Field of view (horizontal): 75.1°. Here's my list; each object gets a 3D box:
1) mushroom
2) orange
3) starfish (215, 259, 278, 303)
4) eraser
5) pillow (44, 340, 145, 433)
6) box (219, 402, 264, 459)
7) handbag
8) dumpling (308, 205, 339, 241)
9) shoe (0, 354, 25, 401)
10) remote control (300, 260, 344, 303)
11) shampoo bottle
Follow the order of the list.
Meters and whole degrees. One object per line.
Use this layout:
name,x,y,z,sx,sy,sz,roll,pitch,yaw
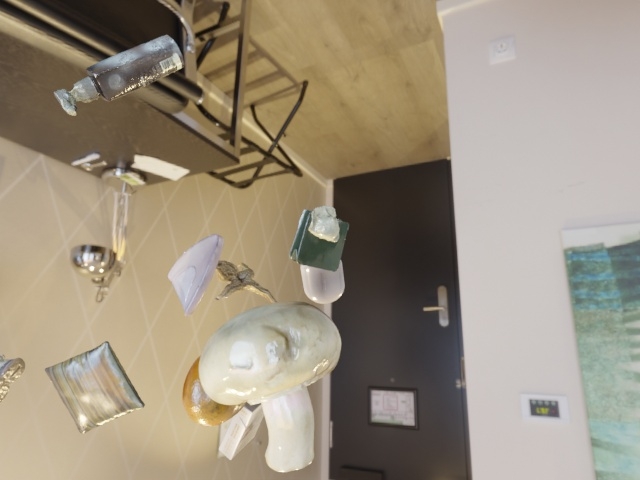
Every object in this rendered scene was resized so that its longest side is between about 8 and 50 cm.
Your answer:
mushroom,-0.106,0.281,0.936,0.314,0.315,0.357,1,121,2
orange,-0.319,0.461,1.315,0.171,0.241,0.240,0,166,25
starfish,-0.314,0.156,1.537,0.084,0.301,0.293,-47,149,11
eraser,-0.374,0.086,1.303,0.059,0.243,0.204,31,-168,-46
pillow,-0.609,0.398,1.126,0.212,0.208,0.052,-24,-174,9
box,-0.263,0.643,1.489,0.066,0.233,0.149,29,-160,16
handbag,0.001,0.001,1.941,0.247,0.260,0.079,16,-175,-35
dumpling,0.025,-0.072,1.684,0.169,0.134,0.099,20,166,-22
shoe,-1.105,0.473,1.413,0.092,0.180,0.089,15,147,12
remote control,0.012,0.193,2.211,0.220,0.333,0.104,-5,-155,5
shampoo bottle,-0.327,-0.268,0.683,0.063,0.207,0.057,36,154,37
